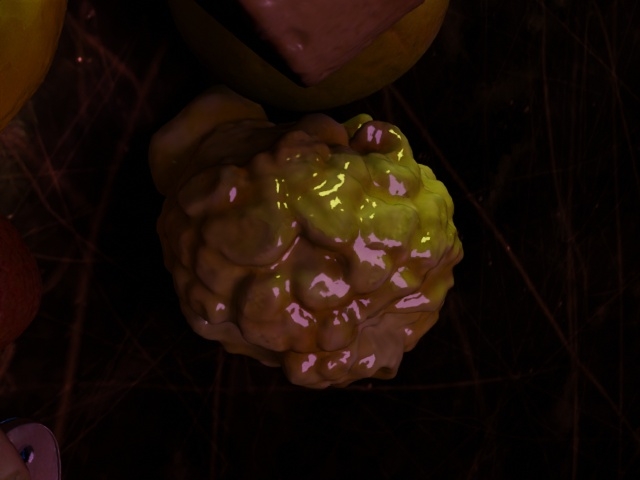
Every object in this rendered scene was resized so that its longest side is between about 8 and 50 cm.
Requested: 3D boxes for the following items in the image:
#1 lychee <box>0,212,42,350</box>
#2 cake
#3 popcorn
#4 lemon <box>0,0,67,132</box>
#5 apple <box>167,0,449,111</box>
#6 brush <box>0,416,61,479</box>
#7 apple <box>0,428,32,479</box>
[{"bbox_3d":[-0.227,0.016,0.762,0.114,0.101,0.140,-38,125,23],"label":"lychee"},{"bbox_3d":[-0.018,-0.201,0.670,0.178,0.207,0.185,-52,177,2],"label":"cake"},{"bbox_3d":[-0.007,-0.008,0.917,0.235,0.217,0.181,-11,139,-49],"label":"popcorn"},{"bbox_3d":[-0.232,-0.133,0.621,0.240,0.219,0.241,-17,118,-36],"label":"lemon"},{"bbox_3d":[-0.007,-0.183,0.844,0.196,0.196,0.157,-64,166,-6],"label":"apple"},{"bbox_3d":[-0.212,0.274,0.883,0.070,0.065,0.328,-10,108,-40],"label":"brush"},{"bbox_3d":[-0.273,0.175,0.727,0.207,0.174,0.188,-3,137,-46],"label":"apple"}]
